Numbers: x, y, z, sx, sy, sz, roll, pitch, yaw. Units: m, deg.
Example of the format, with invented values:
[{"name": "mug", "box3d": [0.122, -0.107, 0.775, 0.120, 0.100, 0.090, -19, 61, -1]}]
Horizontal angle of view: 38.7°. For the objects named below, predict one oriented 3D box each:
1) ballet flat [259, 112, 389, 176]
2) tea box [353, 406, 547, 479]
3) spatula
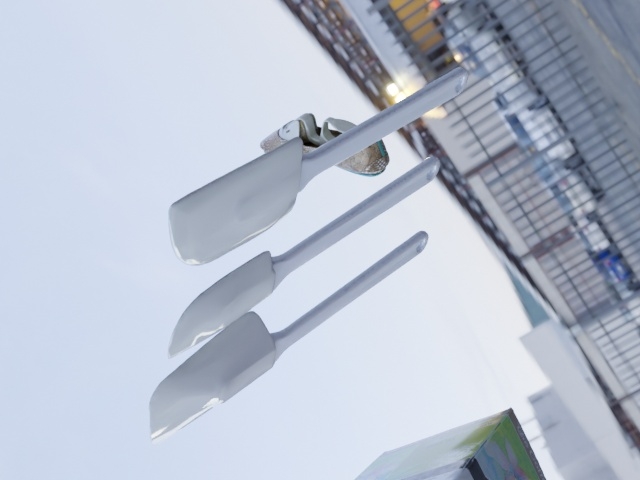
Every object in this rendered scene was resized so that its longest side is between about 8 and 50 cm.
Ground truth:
[{"name": "ballet flat", "box3d": [0.002, -0.139, 1.235, 0.073, 0.206, 0.067, -46, -43, -42]}, {"name": "tea box", "box3d": [0.179, 0.431, 1.132, 0.329, 0.220, 0.323, 65, -156, 3]}, {"name": "spatula", "box3d": [0.000, 0.000, 0.502, 0.019, 0.168, 0.242, 29, -139, 27]}]
